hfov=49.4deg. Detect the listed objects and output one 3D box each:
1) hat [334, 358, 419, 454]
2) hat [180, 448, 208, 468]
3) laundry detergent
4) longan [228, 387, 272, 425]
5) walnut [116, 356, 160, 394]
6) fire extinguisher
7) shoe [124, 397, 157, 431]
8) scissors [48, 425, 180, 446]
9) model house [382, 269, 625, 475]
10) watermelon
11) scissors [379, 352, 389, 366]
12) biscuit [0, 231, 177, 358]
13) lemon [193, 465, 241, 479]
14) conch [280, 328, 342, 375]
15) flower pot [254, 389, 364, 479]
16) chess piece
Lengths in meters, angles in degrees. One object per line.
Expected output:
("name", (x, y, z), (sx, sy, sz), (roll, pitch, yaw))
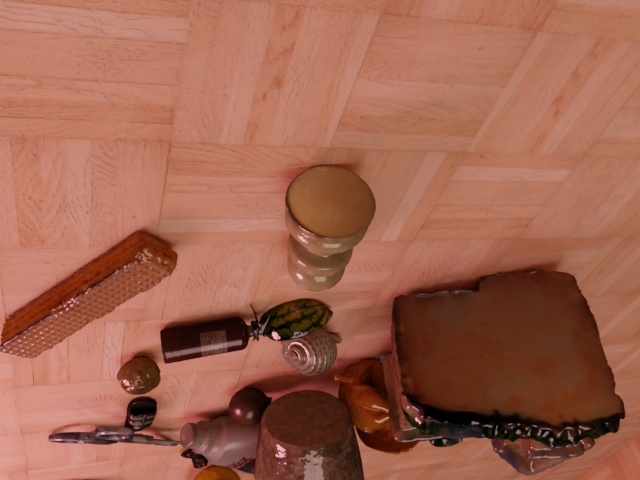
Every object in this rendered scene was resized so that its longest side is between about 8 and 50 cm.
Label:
("hat", (0.113, 0.396, 1.751), (0.233, 0.244, 0.233), (-39, 126, 18))
("hat", (-0.349, 0.625, 2.006), (0.121, 0.050, 0.121), (-9, 143, -7))
("laundry detergent", (-0.189, 0.542, 1.895), (0.397, 0.125, 0.264), (23, 131, -39))
("longan", (-0.173, 0.413, 1.738), (0.113, 0.092, 0.113), (-10, 150, -6))
("walnut", (-0.388, 0.290, 1.494), (0.092, 0.092, 0.092), (-11, 145, -7))
("fire extinguisher", (-0.213, 0.189, 1.435), (0.231, 0.071, 0.099), (-10, 118, -9))
("shoe", (-0.444, 0.446, 1.716), (0.071, 0.049, 0.179), (2, 142, -25))
("scissors", (-0.466, 0.508, 1.779), (0.255, 0.029, 0.383), (-17, 153, 33))
("model house", (0.377, 0.342, 1.574), (0.444, 0.395, 0.400), (-4, 141, -2))
("watermelon", (-0.055, 0.179, 1.475), (0.163, 0.069, 0.087), (-17, 145, 5))
("scissors", (0.335, 0.284, 1.810), (0.392, 0.032, 0.180), (-6, 145, -16))
("biscuit", (-0.418, 0.104, 1.238), (0.378, 0.054, 0.094), (-31, 144, 21))
("lemon", (-0.322, 0.780, 2.137), (0.169, 0.170, 0.207), (5, 144, -27))
("conch", (-0.022, 0.257, 1.578), (0.135, 0.102, 0.153), (-22, 149, 35))
("flower pot", (-0.034, 0.566, 1.728), (0.293, 0.294, 0.331), (-9, 117, -9))
("chess piece", (0.000, 0.000, 1.203), (0.144, 0.145, 0.251), (-7, 151, -13))
